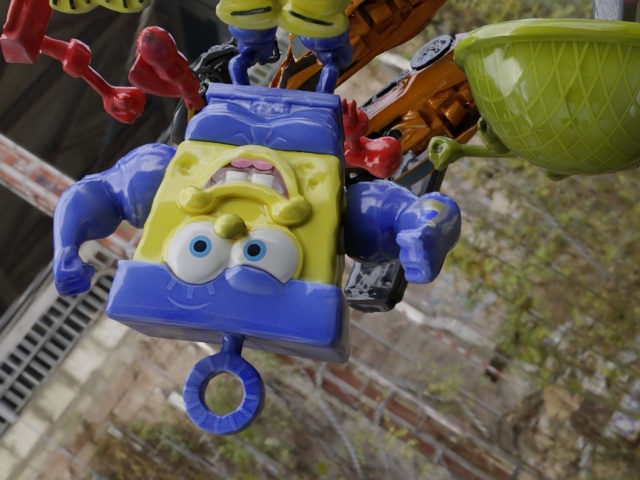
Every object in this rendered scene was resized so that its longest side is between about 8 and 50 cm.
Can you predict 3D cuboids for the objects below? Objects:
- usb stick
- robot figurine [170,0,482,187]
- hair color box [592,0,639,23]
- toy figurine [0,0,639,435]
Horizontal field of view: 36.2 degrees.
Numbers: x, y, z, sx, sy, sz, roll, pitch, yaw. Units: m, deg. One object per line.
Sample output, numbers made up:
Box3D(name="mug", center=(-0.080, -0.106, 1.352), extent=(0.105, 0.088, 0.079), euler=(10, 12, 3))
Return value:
Box3D(name="usb stick", center=(0.098, -0.044, 1.123), extent=(0.045, 0.077, 0.278), euler=(46, -125, -39))
Box3D(name="robot figurine", center=(0.018, -0.110, 0.813), extent=(0.291, 0.211, 0.085), euler=(-37, 25, 12))
Box3D(name="hair color box", center=(0.336, -0.245, 0.864), extent=(0.174, 0.105, 0.347), euler=(-16, -10, 14))
Box3D(name="toy figurine", center=(0.000, 0.000, 0.497), extent=(0.191, 0.362, 0.217), euler=(79, -160, -67))
